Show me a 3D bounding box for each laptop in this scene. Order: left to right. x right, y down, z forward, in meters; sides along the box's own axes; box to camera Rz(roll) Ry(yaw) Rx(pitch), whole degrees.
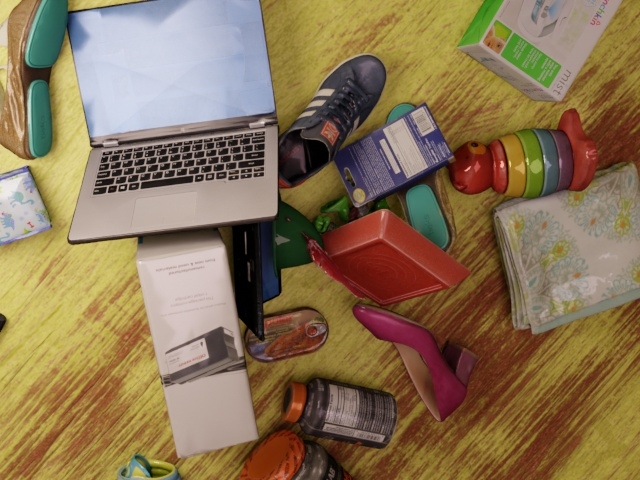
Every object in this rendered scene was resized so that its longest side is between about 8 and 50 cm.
[{"bbox_3d":[-0.282,-0.234,1.362,0.382,0.407,0.236,-7,137,5],"label":"laptop"},{"bbox_3d":[-0.101,0.041,1.478,0.137,0.264,0.234,-7,104,-21],"label":"laptop"}]

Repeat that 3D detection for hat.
[{"bbox_3d":[0.000,0.000,1.510,0.184,0.173,0.208,0,99,3],"label":"hat"}]

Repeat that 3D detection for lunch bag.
[{"bbox_3d":[-0.614,-0.061,1.438,0.151,0.096,0.128,-23,107,-17],"label":"lunch bag"}]

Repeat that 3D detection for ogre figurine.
[{"bbox_3d":[0.078,-0.058,1.590,0.118,0.097,0.197,56,47,-21],"label":"ogre figurine"}]

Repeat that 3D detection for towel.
[{"bbox_3d":[0.595,0.021,1.734,0.375,0.090,0.320,-18,107,-8],"label":"towel"}]

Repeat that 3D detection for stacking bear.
[{"bbox_3d":[0.422,-0.167,1.620,0.289,0.175,0.164,-7,137,-1],"label":"stacking bear"}]

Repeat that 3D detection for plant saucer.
[{"bbox_3d":[0.131,0.054,1.543,0.258,0.259,0.047,34,55,-27],"label":"plant saucer"}]

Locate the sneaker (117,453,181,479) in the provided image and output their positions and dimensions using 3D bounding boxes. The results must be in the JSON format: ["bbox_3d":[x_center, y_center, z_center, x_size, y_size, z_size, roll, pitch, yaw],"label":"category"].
[{"bbox_3d":[-0.438,0.580,1.610,0.319,0.127,0.208,-18,108,-18],"label":"sneaker"}]

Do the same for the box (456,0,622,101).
[{"bbox_3d":[0.463,-0.463,1.577,0.231,0.127,0.262,30,93,-15],"label":"box"}]

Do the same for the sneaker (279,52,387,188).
[{"bbox_3d":[0.020,-0.235,1.514,0.131,0.148,0.350,40,91,-18],"label":"sneaker"}]

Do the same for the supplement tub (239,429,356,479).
[{"bbox_3d":[-0.011,0.593,1.664,0.207,0.207,0.338,-42,108,-1],"label":"supplement tub"}]

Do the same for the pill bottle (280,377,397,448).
[{"bbox_3d":[0.038,0.381,1.667,0.246,0.130,0.130,16,99,-15],"label":"pill bottle"}]

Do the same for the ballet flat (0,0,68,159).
[{"bbox_3d":[-0.558,-0.323,1.392,0.124,0.116,0.342,15,107,11],"label":"ballet flat"}]

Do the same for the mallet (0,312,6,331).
[{"bbox_3d":[-0.722,0.131,1.491,0.190,0.039,0.062,39,93,-14],"label":"mallet"}]

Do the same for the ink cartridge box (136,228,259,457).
[{"bbox_3d":[-0.247,0.179,1.475,0.166,0.285,0.394,-10,105,-11],"label":"ink cartridge box"}]

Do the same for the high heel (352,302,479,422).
[{"bbox_3d":[0.195,0.275,1.664,0.377,0.127,0.181,29,85,-25],"label":"high heel"}]

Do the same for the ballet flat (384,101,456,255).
[{"bbox_3d":[0.213,-0.120,1.590,0.123,0.123,0.348,-10,76,-10],"label":"ballet flat"}]

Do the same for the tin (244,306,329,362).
[{"bbox_3d":[-0.076,0.207,1.651,0.190,0.040,0.106,-11,109,-10],"label":"tin"}]

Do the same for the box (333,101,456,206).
[{"bbox_3d":[0.148,-0.172,1.540,0.225,0.036,0.136,-27,72,12],"label":"box"}]
